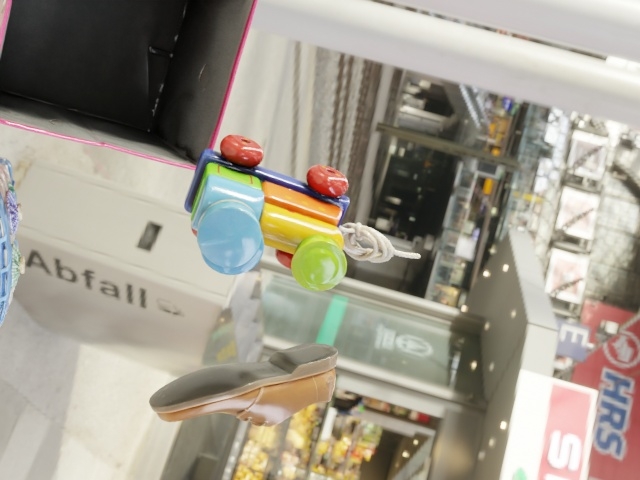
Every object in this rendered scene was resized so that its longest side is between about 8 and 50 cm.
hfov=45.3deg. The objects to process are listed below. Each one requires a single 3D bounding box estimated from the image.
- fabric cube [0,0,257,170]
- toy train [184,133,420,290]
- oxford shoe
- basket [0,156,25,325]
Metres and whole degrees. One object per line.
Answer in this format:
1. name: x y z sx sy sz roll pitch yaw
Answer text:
1. fabric cube: -0.258 -0.256 0.931 0.258 0.259 0.254 35 -70 57
2. toy train: 0.000 0.000 0.701 0.143 0.248 0.105 -107 -142 -66
3. oxford shoe: -0.076 0.171 0.825 0.076 0.212 0.076 -152 -122 -63
4. basket: -0.471 0.010 0.906 0.289 0.201 0.255 -79 176 -66
